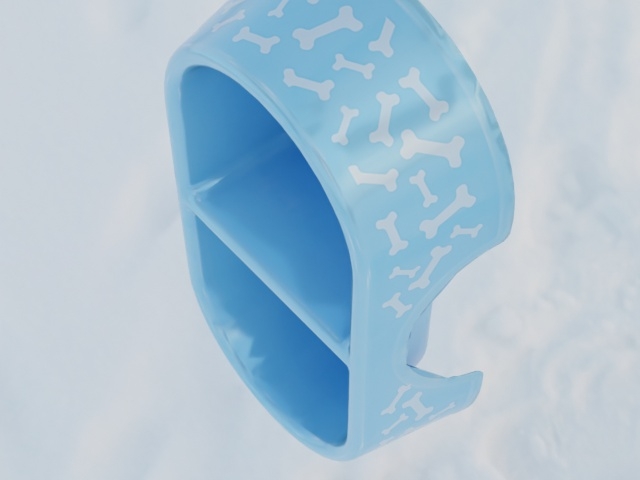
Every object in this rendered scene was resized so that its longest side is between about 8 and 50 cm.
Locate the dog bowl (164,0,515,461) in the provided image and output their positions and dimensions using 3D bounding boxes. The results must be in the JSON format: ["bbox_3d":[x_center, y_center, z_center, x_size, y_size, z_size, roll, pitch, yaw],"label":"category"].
[{"bbox_3d":[0.000,0.000,0.631,0.074,0.297,0.166,-35,61,-22],"label":"dog bowl"}]
